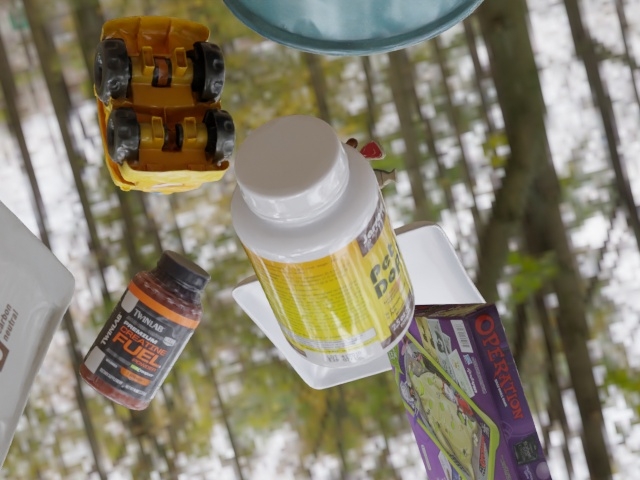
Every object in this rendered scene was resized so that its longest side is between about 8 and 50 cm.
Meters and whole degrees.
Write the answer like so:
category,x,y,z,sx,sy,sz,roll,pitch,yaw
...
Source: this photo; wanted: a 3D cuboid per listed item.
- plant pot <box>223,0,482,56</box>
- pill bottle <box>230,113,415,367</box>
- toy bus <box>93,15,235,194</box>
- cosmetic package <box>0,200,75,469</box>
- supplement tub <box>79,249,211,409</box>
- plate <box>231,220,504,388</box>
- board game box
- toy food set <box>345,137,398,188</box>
category,x,y,z,sx,sy,sz,roll,pitch,yaw
plant pot,0.029,-0.435,1.846,0.341,0.334,0.341,-3,-127,4
pill bottle,0.000,0.000,1.373,0.117,0.215,0.117,-9,-129,11
toy bus,-0.208,-0.131,2.105,0.149,0.220,0.211,0,150,-22
cosmetic package,-0.473,0.090,1.348,0.394,0.327,0.329,-16,-139,32
supplement tub,-0.221,0.112,2.224,0.198,0.106,0.106,-59,-177,6
plate,0.063,0.077,2.198,0.278,0.277,0.045,-18,-127,15
board game box,0.173,0.236,1.864,0.056,0.346,0.208,-22,-173,-28
toy food set,0.027,-0.087,2.050,0.122,0.078,0.019,-18,174,25
